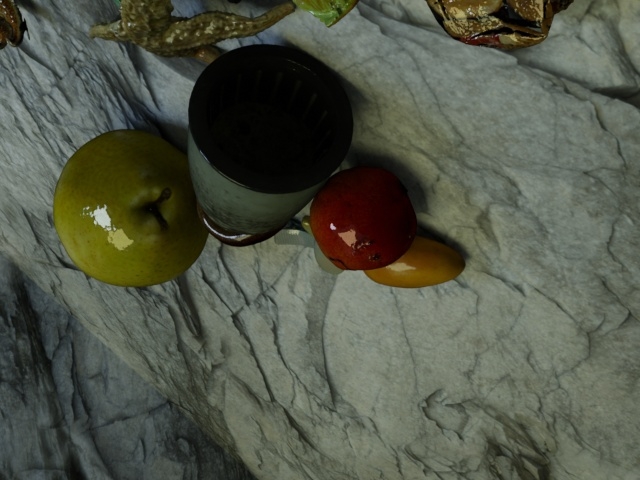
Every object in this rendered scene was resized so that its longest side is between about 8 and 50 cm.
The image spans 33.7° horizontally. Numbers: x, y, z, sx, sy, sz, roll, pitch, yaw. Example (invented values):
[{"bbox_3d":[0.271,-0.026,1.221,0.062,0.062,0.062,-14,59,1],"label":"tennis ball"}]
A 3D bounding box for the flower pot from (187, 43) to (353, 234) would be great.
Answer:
[{"bbox_3d":[-0.111,-0.163,1.991,0.294,0.293,0.330,33,157,3],"label":"flower pot"}]

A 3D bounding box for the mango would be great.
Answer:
[{"bbox_3d":[0.188,0.041,2.157,0.219,0.112,0.145,2,161,22],"label":"mango"}]

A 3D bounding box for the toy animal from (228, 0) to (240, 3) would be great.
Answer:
[{"bbox_3d":[-0.205,-0.546,1.702,0.206,0.081,0.367,32,156,9],"label":"toy animal"}]

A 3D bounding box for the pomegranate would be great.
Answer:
[{"bbox_3d":[0.078,-0.043,2.048,0.210,0.210,0.235,48,173,-24],"label":"pomegranate"}]

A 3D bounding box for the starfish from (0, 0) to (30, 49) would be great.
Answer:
[{"bbox_3d":[-0.740,-0.517,2.280,0.303,0.113,0.312,28,148,12],"label":"starfish"}]

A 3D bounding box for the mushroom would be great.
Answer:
[{"bbox_3d":[-0.151,-0.084,2.242,0.231,0.138,0.194,21,104,26],"label":"mushroom"}]

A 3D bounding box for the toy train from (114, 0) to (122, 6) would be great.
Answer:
[{"bbox_3d":[-0.352,-0.553,1.798,0.178,0.138,0.330,-8,131,43],"label":"toy train"}]

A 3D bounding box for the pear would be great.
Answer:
[{"bbox_3d":[-0.424,-0.070,2.384,0.362,0.362,0.418,42,163,-13],"label":"pear"}]

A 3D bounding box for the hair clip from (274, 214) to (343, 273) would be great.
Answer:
[{"bbox_3d":[-0.001,-0.001,2.342,0.218,0.071,0.159,16,144,22],"label":"hair clip"}]

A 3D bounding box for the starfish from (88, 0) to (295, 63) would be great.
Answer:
[{"bbox_3d":[-0.231,-0.373,1.831,0.324,0.082,0.432,3,173,-29],"label":"starfish"}]

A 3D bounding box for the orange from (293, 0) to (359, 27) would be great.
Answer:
[{"bbox_3d":[-0.026,-0.448,1.581,0.237,0.158,0.179,37,158,-13],"label":"orange"}]

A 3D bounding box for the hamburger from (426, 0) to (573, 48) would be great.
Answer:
[{"bbox_3d":[0.245,-0.373,1.475,0.231,0.107,0.231,29,150,19],"label":"hamburger"}]
